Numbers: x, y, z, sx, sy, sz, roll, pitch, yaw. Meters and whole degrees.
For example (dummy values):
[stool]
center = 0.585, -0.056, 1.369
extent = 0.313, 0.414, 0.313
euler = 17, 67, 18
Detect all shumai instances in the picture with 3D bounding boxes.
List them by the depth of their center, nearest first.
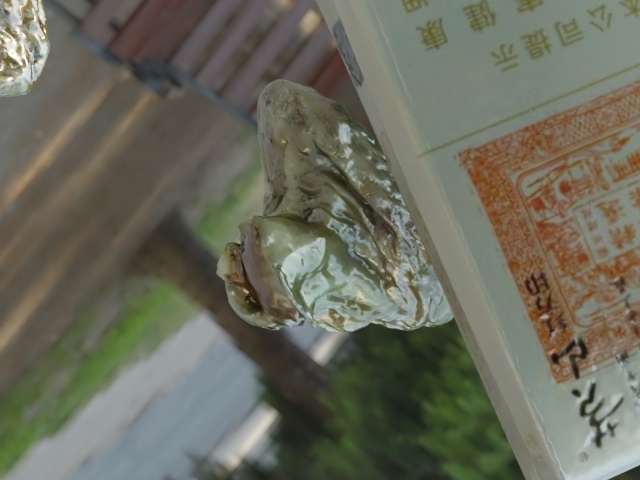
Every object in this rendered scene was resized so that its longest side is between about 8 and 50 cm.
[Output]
[shumai]
center = 0.000, 0.000, 1.372
extent = 0.153, 0.209, 0.161
euler = -44, -159, -21

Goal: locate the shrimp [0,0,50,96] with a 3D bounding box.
[shrimp]
center = -0.152, -0.131, 0.763
extent = 0.034, 0.161, 0.091
euler = -22, 176, 30

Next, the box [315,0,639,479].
[box]
center = 0.100, -0.027, 0.694
extent = 0.141, 0.201, 0.058
euler = -21, 178, -9
